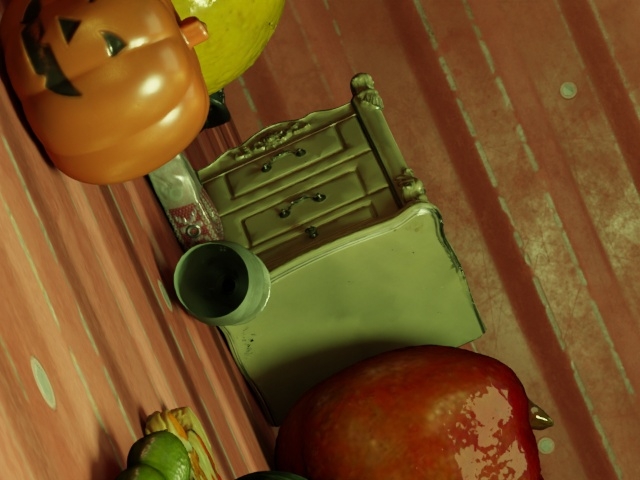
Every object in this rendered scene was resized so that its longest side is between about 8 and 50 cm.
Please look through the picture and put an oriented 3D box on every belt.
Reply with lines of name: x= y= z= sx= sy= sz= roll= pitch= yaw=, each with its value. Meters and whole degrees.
belt: x=-0.174 y=-0.085 z=2.051 sx=0.071 sy=0.053 sz=0.232 roll=-96 pitch=164 yaw=-55

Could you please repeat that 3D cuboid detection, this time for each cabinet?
cabinet: x=0.000 y=0.000 z=2.237 sx=0.318 sy=0.289 sz=0.227 roll=-111 pitch=176 yaw=-51

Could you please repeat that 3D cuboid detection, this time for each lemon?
lemon: x=-0.155 y=-0.259 z=1.715 sx=0.310 sy=0.257 sz=0.258 roll=165 pitch=-98 yaw=-86

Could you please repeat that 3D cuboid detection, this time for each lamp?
lamp: x=-0.168 y=-0.143 z=1.485 sx=0.187 sy=0.163 sz=0.188 roll=-22 pitch=90 yaw=-85

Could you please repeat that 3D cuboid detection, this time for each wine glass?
wine glass: x=-0.103 y=0.045 z=1.905 sx=0.202 sy=0.093 sz=0.093 roll=66 pitch=1 yaw=-86

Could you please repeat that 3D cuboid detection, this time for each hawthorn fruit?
hawthorn fruit: x=0.100 y=0.252 z=2.038 sx=0.295 sy=0.311 sz=0.295 roll=35 pitch=-9 yaw=6

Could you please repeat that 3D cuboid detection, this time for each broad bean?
broad bean: x=-0.110 y=0.175 z=1.145 sx=0.256 sy=0.052 sz=0.052 roll=-99 pitch=-156 yaw=-77

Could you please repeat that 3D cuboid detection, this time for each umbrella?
umbrella: x=-0.186 y=-0.225 z=2.562 sx=0.349 sy=0.094 sz=0.143 roll=-105 pitch=176 yaw=-85

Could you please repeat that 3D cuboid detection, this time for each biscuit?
biscuit: x=-0.096 y=0.203 z=1.418 sx=0.234 sy=0.030 sz=0.153 roll=37 pitch=28 yaw=-85

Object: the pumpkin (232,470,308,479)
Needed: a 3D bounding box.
pumpkin: x=-0.033 y=0.244 z=1.259 sx=0.167 sy=0.125 sz=0.167 roll=-17 pitch=90 yaw=-86
